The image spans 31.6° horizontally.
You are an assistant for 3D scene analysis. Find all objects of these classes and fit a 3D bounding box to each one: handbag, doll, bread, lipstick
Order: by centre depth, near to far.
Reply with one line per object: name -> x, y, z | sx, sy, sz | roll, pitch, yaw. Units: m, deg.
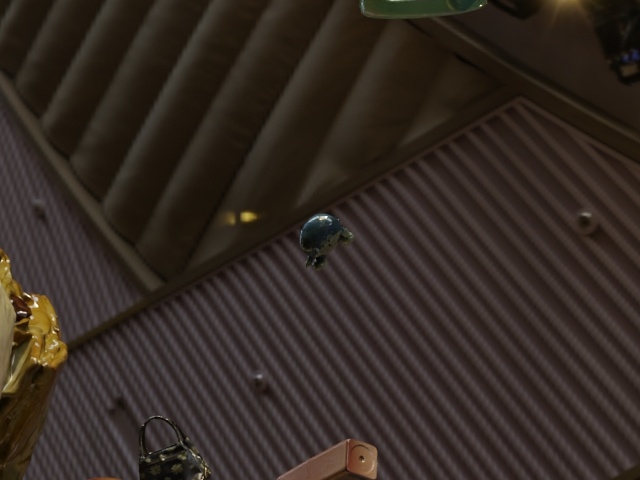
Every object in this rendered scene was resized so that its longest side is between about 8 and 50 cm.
bread -> -0.376, 0.179, 1.168 | 0.314, 0.191, 0.370 | -132, -126, -71
lipstick -> 0.005, 0.272, 1.294 | 0.145, 0.045, 0.045 | -38, -140, 44
doll -> 0.000, 0.000, 1.471 | 0.050, 0.083, 0.076 | 41, -95, 16
handbag -> -0.264, 0.365, 1.915 | 0.115, 0.072, 0.139 | -23, -92, 6

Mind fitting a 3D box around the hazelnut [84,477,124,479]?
hazelnut -> -0.293, 0.448, 1.667 | 0.208, 0.208, 0.208 | -1, -91, 42

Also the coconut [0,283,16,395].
coconut -> -0.290, 0.088, 0.465 | 0.328, 0.328, 0.329 | -1, -91, 42

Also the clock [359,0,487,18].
clock -> 0.156, -0.342, 1.513 | 0.210, 0.159, 0.066 | -3, -70, 4
